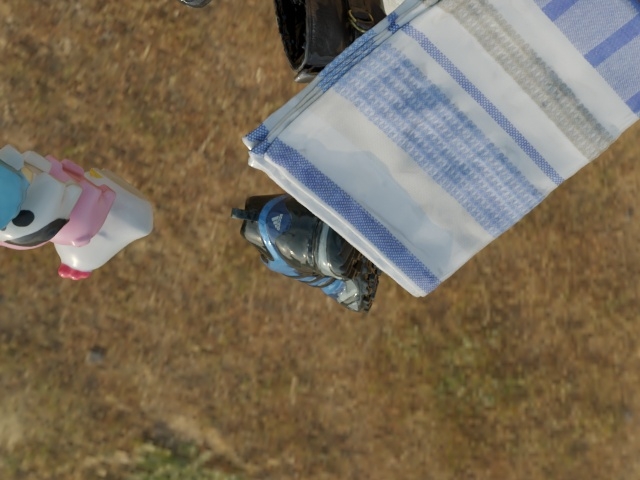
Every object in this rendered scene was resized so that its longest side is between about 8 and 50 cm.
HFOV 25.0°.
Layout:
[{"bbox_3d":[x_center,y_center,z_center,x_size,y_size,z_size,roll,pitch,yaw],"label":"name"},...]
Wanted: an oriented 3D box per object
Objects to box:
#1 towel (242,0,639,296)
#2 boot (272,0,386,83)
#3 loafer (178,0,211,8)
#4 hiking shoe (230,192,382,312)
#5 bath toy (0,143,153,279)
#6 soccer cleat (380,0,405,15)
[{"bbox_3d":[0.112,-0.094,1.049,0.285,0.034,0.209,-40,122,16],"label":"towel"},{"bbox_3d":[0.051,-0.258,1.459,0.229,0.263,0.091,11,148,-32],"label":"boot"},{"bbox_3d":[-0.102,-0.312,1.286,0.078,0.076,0.223,-4,130,-35],"label":"loafer"},{"bbox_3d":[0.000,0.000,1.584,0.132,0.113,0.304,15,169,13],"label":"hiking shoe"},{"bbox_3d":[-0.298,-0.029,1.476,0.151,0.348,0.129,35,96,18],"label":"bath toy"},{"bbox_3d":[0.199,-0.266,1.336,0.143,0.331,0.116,29,141,35],"label":"soccer cleat"}]
